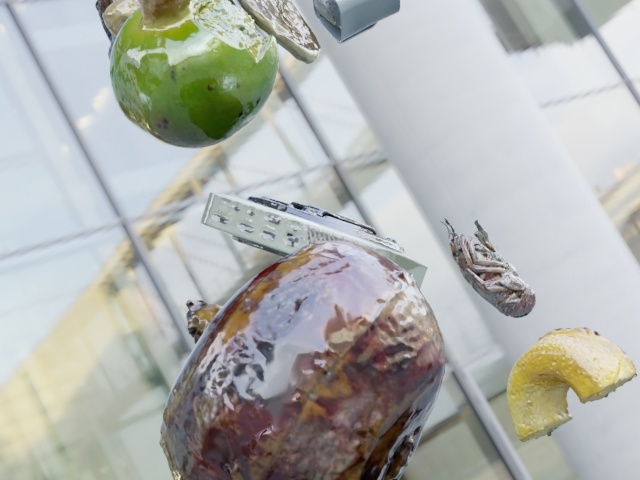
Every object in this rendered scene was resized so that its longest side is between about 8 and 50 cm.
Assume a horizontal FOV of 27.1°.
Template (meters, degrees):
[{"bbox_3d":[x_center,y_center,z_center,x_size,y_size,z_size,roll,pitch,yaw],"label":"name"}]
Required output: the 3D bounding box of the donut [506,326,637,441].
[{"bbox_3d":[0.407,0.238,2.312,0.101,0.152,0.259,-13,-24,-42],"label":"donut"}]

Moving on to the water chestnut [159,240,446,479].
[{"bbox_3d":[-0.037,0.156,1.428,0.350,0.302,0.350,-46,-22,-25],"label":"water chestnut"}]

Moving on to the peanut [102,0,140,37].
[{"bbox_3d":[-0.226,-0.319,1.965,0.192,0.089,0.089,3,-19,-6],"label":"peanut"}]

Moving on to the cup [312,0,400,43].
[{"bbox_3d":[0.059,-0.393,2.226,0.129,0.095,0.128,-26,-37,-17],"label":"cup"}]

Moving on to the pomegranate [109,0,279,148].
[{"bbox_3d":[-0.188,-0.266,1.786,0.236,0.236,0.302,-29,-45,-4],"label":"pomegranate"}]

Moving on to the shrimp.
[{"bbox_3d":[0.244,0.037,1.966,0.073,0.190,0.075,-42,-8,1],"label":"shrimp"}]

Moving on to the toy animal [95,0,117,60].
[{"bbox_3d":[-0.285,-0.312,2.233,0.122,0.298,0.185,-36,-9,-28],"label":"toy animal"}]

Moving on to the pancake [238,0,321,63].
[{"bbox_3d":[-0.081,-0.362,1.955,0.031,0.250,0.250,-34,-14,15],"label":"pancake"}]

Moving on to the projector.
[{"bbox_3d":[0.000,0.000,1.761,0.259,0.257,0.079,20,-92,-75],"label":"projector"}]
